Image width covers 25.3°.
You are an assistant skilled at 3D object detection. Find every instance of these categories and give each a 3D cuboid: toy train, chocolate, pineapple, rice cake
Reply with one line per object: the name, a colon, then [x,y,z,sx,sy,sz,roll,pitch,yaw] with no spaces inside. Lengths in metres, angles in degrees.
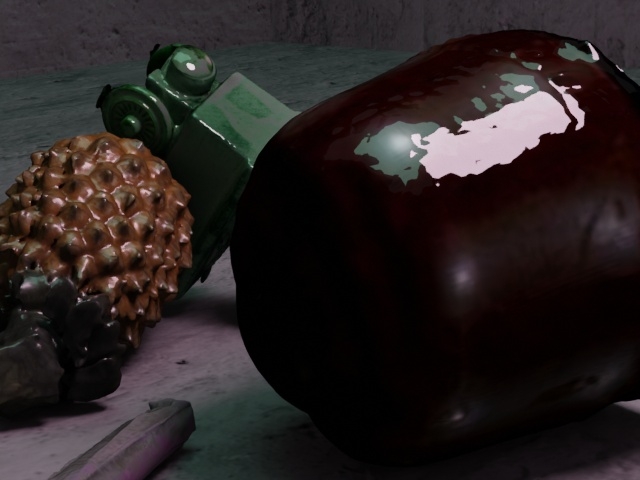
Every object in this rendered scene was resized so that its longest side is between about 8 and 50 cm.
toy train: [-0.158,-0.088,1.588,0.202,0.266,0.145,37,41,2]
chocolate: [0.101,0.033,1.202,0.331,0.384,0.383,-30,28,-33]
pineapple: [-0.249,0.059,1.398,0.222,0.223,0.357,0,33,8]
rice cake: [-0.170,0.187,1.138,0.055,0.049,0.270,-20,6,22]
